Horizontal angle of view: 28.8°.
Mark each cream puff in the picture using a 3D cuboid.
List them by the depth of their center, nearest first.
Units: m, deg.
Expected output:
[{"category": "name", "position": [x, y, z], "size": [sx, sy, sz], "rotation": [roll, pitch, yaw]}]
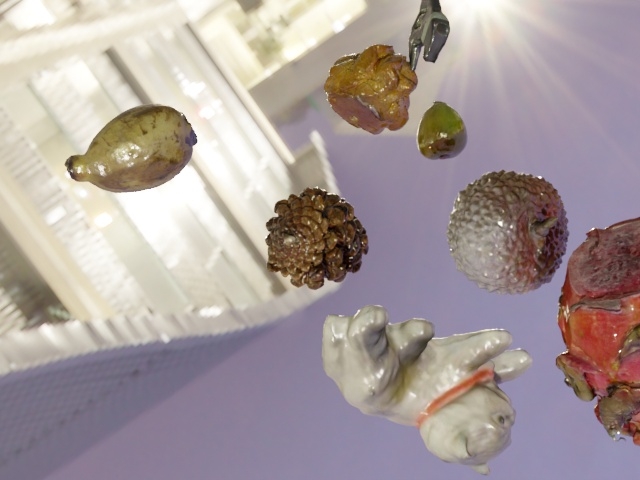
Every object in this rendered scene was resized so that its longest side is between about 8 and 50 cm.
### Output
[{"category": "cream puff", "position": [0.066, -0.193, 1.560], "size": [0.122, 0.116, 0.094], "rotation": [104, 12, -73]}]

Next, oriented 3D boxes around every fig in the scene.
[{"category": "fig", "position": [0.175, -0.161, 1.806], "size": [0.074, 0.088, 0.074], "rotation": [-3, 171, -1]}]

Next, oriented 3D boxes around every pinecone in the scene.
[{"category": "pinecone", "position": [0.000, 0.000, 1.934], "size": [0.173, 0.174, 0.173], "rotation": [-34, -171, 6]}]

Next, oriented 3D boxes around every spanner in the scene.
[{"category": "spanner", "position": [0.133, -0.351, 1.533], "size": [0.087, 0.024, 0.316], "rotation": [134, -37, -62]}]

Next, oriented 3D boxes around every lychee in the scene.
[{"category": "lychee", "position": [0.245, -0.009, 1.600], "size": [0.165, 0.165, 0.197], "rotation": [-38, -158, -20]}]

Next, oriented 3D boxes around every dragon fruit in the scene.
[{"category": "dragon fruit", "position": [0.421, 0.114, 1.485], "size": [0.250, 0.291, 0.269], "rotation": [-19, -147, 32]}]

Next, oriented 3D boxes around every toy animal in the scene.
[{"category": "toy animal", "position": [0.139, 0.209, 1.724], "size": [0.266, 0.188, 0.308], "rotation": [0, 161, 18]}]

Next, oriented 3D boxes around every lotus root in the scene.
[{"category": "lotus root", "position": [-0.299, -0.138, 1.987], "size": [0.214, 0.138, 0.138], "rotation": [-25, -173, -12]}]
